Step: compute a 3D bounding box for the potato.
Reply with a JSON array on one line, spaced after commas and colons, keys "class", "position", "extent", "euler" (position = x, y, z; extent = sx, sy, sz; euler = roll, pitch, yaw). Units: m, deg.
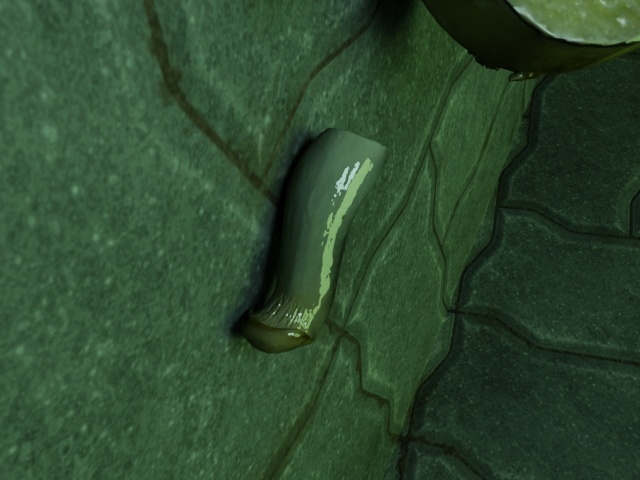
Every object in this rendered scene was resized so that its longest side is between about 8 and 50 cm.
[{"class": "potato", "position": [0.297, -0.448, 0.781], "extent": [0.441, 0.386, 0.319], "euler": [65, -9, -8]}]

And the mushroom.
[{"class": "mushroom", "position": [0.000, 0.000, 0.750], "extent": [0.159, 0.122, 0.328], "euler": [33, 75, -56]}]
